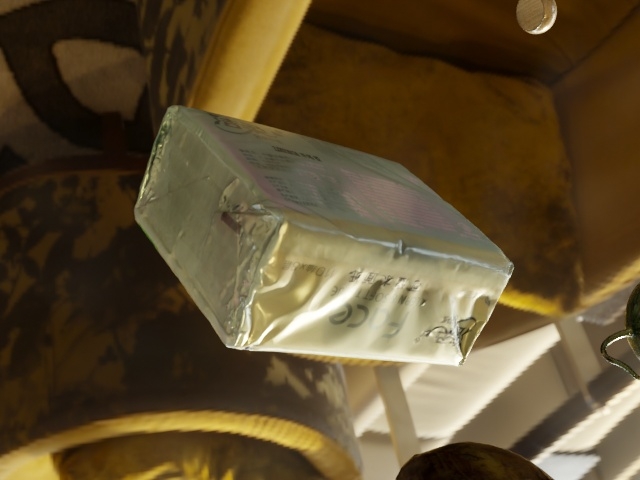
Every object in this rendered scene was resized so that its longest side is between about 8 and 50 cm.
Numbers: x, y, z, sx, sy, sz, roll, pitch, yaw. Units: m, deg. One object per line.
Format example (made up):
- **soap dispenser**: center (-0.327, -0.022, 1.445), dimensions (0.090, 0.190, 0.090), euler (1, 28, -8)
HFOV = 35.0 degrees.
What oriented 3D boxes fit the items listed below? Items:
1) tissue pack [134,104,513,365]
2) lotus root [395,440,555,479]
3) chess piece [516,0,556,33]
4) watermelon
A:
- **tissue pack**: center (0.000, 0.000, 1.363), dimensions (0.405, 0.332, 0.205), euler (10, 113, -39)
- **lotus root**: center (0.174, 0.322, 1.022), dimensions (0.179, 0.397, 0.196), euler (7, 101, -14)
- **chess piece**: center (0.412, -0.438, 1.943), dimensions (0.038, 0.084, 0.084), euler (-10, 144, -30)
- **watermelon**: center (0.410, 0.098, 1.175), dimensions (0.187, 0.141, 0.141), euler (-9, 141, -8)
